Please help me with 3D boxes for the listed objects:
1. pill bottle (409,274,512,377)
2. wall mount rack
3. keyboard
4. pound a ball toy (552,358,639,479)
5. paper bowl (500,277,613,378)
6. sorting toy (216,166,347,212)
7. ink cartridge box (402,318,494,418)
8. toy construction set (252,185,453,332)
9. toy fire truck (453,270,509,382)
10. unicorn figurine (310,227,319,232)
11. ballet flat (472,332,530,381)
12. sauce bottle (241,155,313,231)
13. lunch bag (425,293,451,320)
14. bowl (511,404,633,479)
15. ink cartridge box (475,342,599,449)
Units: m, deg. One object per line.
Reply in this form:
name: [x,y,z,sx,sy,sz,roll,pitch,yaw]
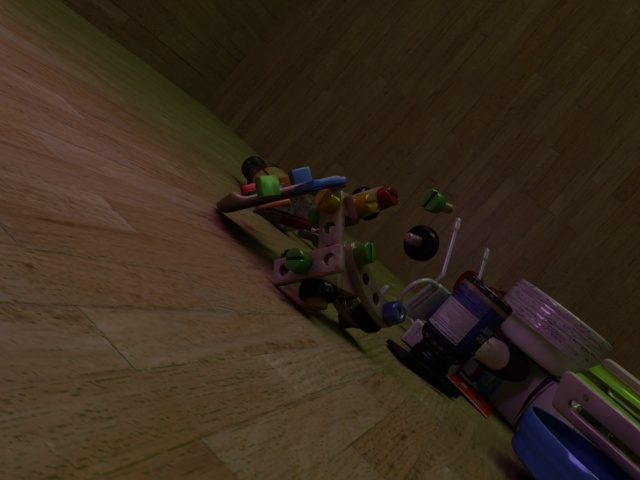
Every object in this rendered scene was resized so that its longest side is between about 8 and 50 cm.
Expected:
pill bottle: [0.299,0.191,1.549,0.123,0.219,0.123,40,5,-4]
wall mount rack: [0.327,0.117,1.927,0.350,0.304,0.130,36,17,-48]
keyboard: [0.207,0.260,1.402,0.180,0.023,0.108,37,0,-32]
pound a ball toy: [0.628,0.368,1.351,0.208,0.135,0.319,-9,34,-29]
paper bowl: [0.570,0.233,1.795,0.284,0.148,0.284,39,5,-4]
sorting toy: [-0.074,-0.090,1.236,0.348,0.196,0.047,167,-87,-73]
ink cartridge box: [0.334,0.304,1.741,0.261,0.066,0.296,42,4,17]
toy construction set: [0.000,0.000,1.153,0.309,0.257,0.237,18,1,42]
toy fire truck: [0.462,0.252,2.118,0.169,0.254,0.302,32,9,-22]
unicorn figurine: [0.000,0.000,1.889,0.162,0.060,0.111,43,4,27]
ballet flat: [0.394,0.254,1.788,0.280,0.095,0.096,40,12,26]
sauce bottle: [-0.123,-0.135,1.839,0.111,0.111,0.344,38,7,-32]
lunch bag: [0.303,0.177,1.656,0.067,0.098,0.065,43,4,-36]
bowl: [0.484,0.434,1.189,0.391,0.077,0.391,38,7,-5]
ink cartridge box: [0.611,0.468,1.814,0.285,0.166,0.395,39,5,-19]
